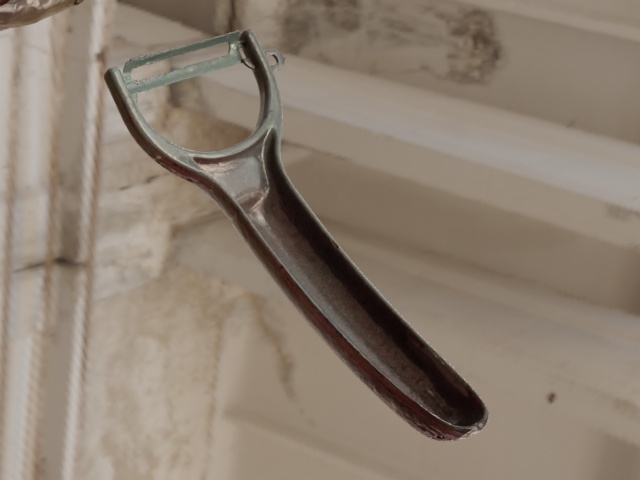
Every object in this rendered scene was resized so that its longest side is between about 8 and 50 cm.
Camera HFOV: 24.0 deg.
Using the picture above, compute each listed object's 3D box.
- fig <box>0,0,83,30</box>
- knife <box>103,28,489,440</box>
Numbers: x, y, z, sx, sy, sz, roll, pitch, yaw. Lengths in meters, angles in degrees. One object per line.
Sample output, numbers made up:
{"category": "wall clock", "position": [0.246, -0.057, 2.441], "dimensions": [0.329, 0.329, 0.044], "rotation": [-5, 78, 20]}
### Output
{"category": "fig", "position": [-0.162, -0.253, 0.702], "dimensions": [0.217, 0.217, 0.321], "rotation": [-57, -148, 32]}
{"category": "knife", "position": [0.000, 0.001, 0.832], "dimensions": [0.278, 0.123, 0.053], "rotation": [53, -37, 17]}
